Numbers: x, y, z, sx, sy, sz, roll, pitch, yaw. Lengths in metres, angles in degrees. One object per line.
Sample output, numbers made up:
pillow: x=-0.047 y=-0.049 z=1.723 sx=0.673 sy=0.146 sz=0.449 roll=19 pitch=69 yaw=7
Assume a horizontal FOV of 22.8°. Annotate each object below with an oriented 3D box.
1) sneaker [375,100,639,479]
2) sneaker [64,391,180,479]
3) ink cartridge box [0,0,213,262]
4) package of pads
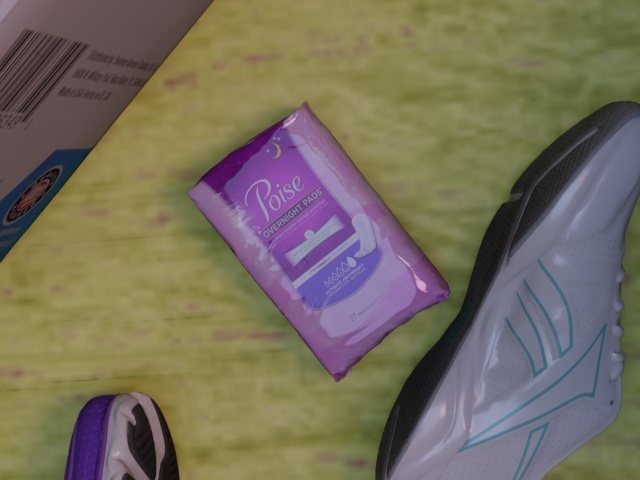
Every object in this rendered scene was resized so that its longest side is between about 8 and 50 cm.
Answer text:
sneaker: x=0.075 y=0.027 z=0.519 sx=0.061 sy=0.053 sz=0.152 roll=26 pitch=103 yaw=-6
sneaker: x=-0.098 y=0.128 z=0.535 sx=0.071 sy=0.068 sz=0.170 roll=21 pitch=97 yaw=10
ink cartridge box: x=-0.110 y=-0.146 z=0.446 sx=0.197 sy=0.198 sz=0.270 roll=41 pitch=96 yaw=2
package of pads: x=0.000 y=0.000 z=0.530 sx=0.050 sy=0.032 sz=0.083 roll=-38 pitch=90 yaw=5
